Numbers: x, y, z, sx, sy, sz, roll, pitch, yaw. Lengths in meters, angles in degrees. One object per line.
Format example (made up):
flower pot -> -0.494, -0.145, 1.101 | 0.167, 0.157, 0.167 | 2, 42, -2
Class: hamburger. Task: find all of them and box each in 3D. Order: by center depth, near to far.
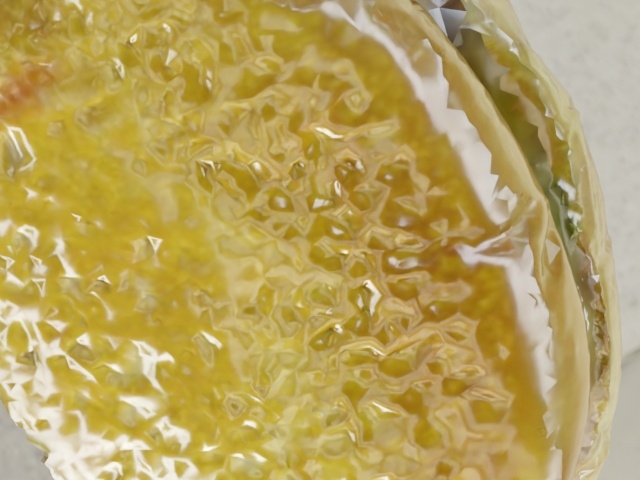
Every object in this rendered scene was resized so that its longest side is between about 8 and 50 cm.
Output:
hamburger -> 0.000, 0.000, 0.541 | 0.157, 0.144, 0.283 | -22, 110, 16
